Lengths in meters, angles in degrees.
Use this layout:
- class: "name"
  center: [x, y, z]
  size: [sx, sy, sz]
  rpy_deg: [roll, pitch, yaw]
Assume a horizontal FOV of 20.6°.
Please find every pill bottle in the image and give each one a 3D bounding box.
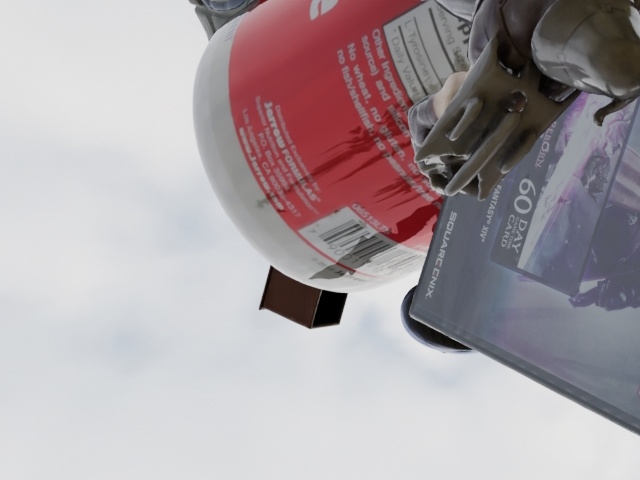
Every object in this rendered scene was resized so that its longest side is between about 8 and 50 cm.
- class: "pill bottle"
  center: [0.122, -0.129, 1.157]
  size: [0.229, 0.408, 0.229]
  rpy_deg: [22, -123, -37]

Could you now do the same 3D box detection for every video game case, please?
- class: "video game case"
  center: [0.152, -0.016, 0.836]
  size: [0.026, 0.274, 0.196]
  rpy_deg: [13, -82, -33]

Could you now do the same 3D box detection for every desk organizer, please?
- class: "desk organizer"
  center: [0.000, 0.000, 1.367]
  size: [0.047, 0.050, 0.130]
  rpy_deg: [-3, -68, -56]

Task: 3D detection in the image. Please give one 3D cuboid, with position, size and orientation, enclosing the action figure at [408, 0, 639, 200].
- class: "action figure"
  center: [0.088, -0.118, 0.761]
  size: [0.185, 0.285, 0.099]
  rpy_deg: [-44, -60, 9]

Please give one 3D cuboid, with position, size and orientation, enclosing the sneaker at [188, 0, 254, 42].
- class: "sneaker"
  center: [-0.033, -0.183, 1.421]
  size: [0.129, 0.111, 0.297]
  rpy_deg: [-24, -53, -37]

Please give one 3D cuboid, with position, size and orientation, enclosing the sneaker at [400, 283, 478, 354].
- class: "sneaker"
  center: [0.096, 0.051, 1.163]
  size: [0.144, 0.059, 0.053]
  rpy_deg: [-1, -105, -48]
